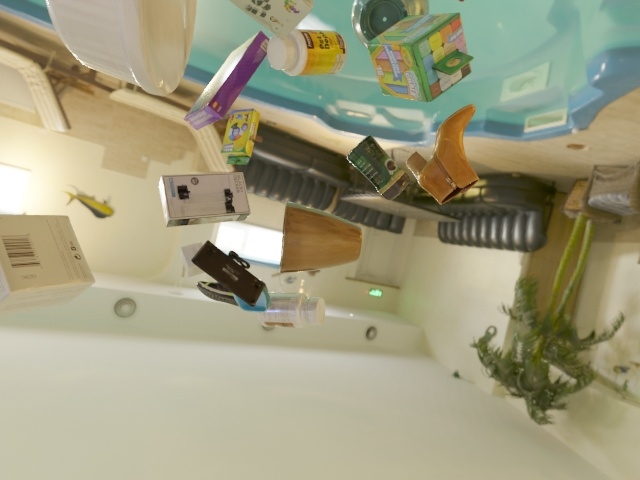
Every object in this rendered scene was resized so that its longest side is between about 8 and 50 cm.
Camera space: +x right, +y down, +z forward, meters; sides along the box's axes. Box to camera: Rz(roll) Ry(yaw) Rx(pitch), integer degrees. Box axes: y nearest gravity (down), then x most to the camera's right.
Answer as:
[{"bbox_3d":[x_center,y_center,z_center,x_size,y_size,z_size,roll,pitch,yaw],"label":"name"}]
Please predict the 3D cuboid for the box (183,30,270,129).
[{"bbox_3d":[-0.278,-0.472,1.237,0.057,0.293,0.201,39,160,-31],"label":"box"}]

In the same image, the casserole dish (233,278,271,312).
[{"bbox_3d":[-0.221,0.174,1.341,0.189,0.114,0.037,-6,-167,47],"label":"casserole dish"}]

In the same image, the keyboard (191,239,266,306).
[{"bbox_3d":[-0.211,0.073,0.985,0.180,0.108,0.023,41,129,-14],"label":"keyboard"}]

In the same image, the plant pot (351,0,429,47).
[{"bbox_3d":[0.243,-0.824,1.521,0.293,0.292,0.196,13,-142,8],"label":"plant pot"}]

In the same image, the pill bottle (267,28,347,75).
[{"bbox_3d":[-0.037,-0.518,1.144,0.215,0.117,0.117,-21,-158,-38],"label":"pill bottle"}]

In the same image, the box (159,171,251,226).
[{"bbox_3d":[-0.410,-0.150,1.481,0.290,0.169,0.087,-6,167,-29],"label":"box"}]

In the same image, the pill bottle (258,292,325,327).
[{"bbox_3d":[-0.106,0.261,1.552,0.230,0.131,0.131,-2,175,19],"label":"pill bottle"}]

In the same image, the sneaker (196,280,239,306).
[{"bbox_3d":[-0.377,0.194,1.661,0.235,0.097,0.084,17,149,8],"label":"sneaker"}]

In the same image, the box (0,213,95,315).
[{"bbox_3d":[-0.625,0.049,0.888,0.119,0.180,0.182,-32,169,23],"label":"box"}]

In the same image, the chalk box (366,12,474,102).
[{"bbox_3d":[0.305,-0.532,1.206,0.289,0.180,0.179,37,161,53],"label":"chalk box"}]

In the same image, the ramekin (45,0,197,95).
[{"bbox_3d":[-0.265,-0.351,0.577,0.127,0.272,0.273,11,180,-7],"label":"ramekin"}]

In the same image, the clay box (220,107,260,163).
[{"bbox_3d":[-0.330,-0.423,1.691,0.128,0.221,0.053,5,169,31],"label":"clay box"}]

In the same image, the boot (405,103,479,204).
[{"bbox_3d":[0.442,-0.271,1.332,0.211,0.295,0.104,52,-165,25],"label":"boot"}]

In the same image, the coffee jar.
[{"bbox_3d":[0.168,-0.204,1.179,0.184,0.096,0.079,47,138,-1],"label":"coffee jar"}]

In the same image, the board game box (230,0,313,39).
[{"bbox_3d":[-0.156,-0.551,0.746,0.304,0.223,0.098,22,145,-38],"label":"board game box"}]

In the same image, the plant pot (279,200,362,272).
[{"bbox_3d":[0.000,0.000,1.369,0.255,0.236,0.237,5,-179,-8],"label":"plant pot"}]

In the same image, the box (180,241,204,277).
[{"bbox_3d":[-0.514,0.079,1.693,0.087,0.101,0.102,-17,158,-26],"label":"box"}]
